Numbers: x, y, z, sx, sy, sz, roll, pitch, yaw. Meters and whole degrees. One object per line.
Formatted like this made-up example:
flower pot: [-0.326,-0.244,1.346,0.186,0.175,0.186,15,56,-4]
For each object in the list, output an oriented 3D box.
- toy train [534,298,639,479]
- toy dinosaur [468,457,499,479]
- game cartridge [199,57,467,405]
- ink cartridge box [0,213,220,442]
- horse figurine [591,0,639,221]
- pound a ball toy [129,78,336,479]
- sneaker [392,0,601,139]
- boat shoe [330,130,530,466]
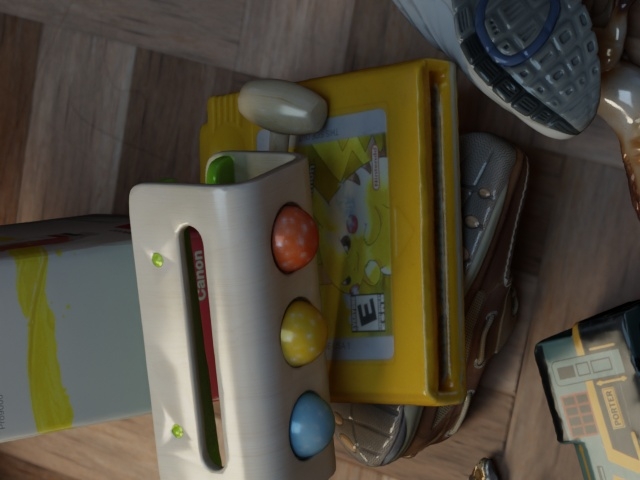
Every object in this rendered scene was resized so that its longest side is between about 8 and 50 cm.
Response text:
toy train: [0.302,0.192,1.639,0.190,0.142,0.334,-16,92,41]
toy dinosaur: [0.186,0.292,1.741,0.112,0.064,0.212,-25,59,27]
game cartridge: [0.000,0.000,1.726,0.323,0.052,0.285,-5,86,50]
ink cartridge box: [-0.285,0.075,1.738,0.279,0.384,0.160,5,101,52]
horse figurine: [0.269,-0.139,1.640,0.174,0.066,0.263,-46,77,20]
pound a ball toy: [-0.038,0.039,1.636,0.135,0.208,0.319,4,106,30]
sneaker: [0.135,-0.194,1.663,0.111,0.129,0.297,-33,65,-8]
boat shoe: [0.110,0.050,1.723,0.123,0.116,0.324,48,126,41]
